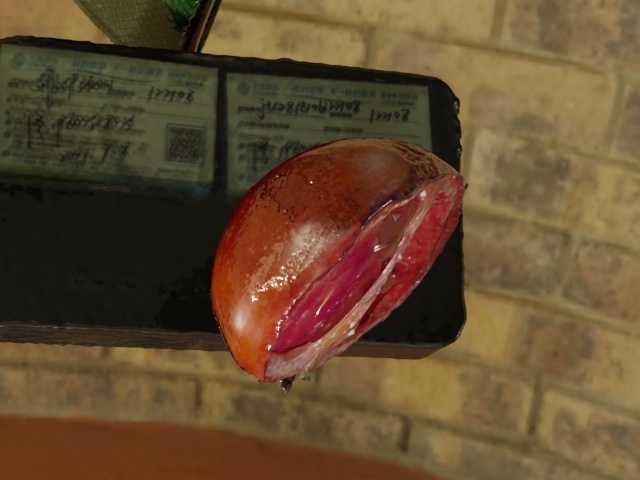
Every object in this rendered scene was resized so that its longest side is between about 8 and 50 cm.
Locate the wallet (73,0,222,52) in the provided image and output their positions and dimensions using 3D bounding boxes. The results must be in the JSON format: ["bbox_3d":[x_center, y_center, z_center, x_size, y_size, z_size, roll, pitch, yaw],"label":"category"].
[{"bbox_3d":[-0.128,-0.226,1.036,0.160,0.236,0.055,41,-121,5],"label":"wallet"}]

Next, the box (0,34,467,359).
[{"bbox_3d":[-0.070,-0.028,1.026,0.350,0.058,0.211,4,-107,-14],"label":"box"}]

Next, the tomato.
[{"bbox_3d":[0.000,0.000,0.901,0.099,0.173,0.189,41,-163,15],"label":"tomato"}]
